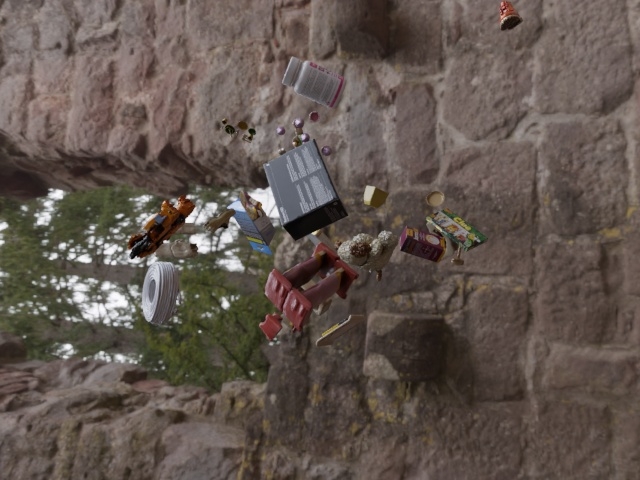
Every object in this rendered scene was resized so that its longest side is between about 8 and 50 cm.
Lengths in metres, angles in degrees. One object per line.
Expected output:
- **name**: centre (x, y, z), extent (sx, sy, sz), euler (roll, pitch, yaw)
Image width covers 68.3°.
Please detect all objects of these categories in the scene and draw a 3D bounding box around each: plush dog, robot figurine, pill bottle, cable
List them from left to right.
- **robot figurine**: centre (-0.597, -0.041, 1.746), extent (0.085, 0.291, 0.211), euler (50, -160, 0)
- **cable**: centre (-0.654, 0.214, 1.920), extent (0.257, 0.089, 0.257), euler (-46, 48, 39)
- **pill bottle**: centre (-0.031, -0.765, 2.282), extent (0.160, 0.283, 0.160), euler (-159, 90, -78)
- **plush dog**: centre (0.177, 0.058, 2.020), extent (0.262, 0.226, 0.210), euler (-6, 75, 60)

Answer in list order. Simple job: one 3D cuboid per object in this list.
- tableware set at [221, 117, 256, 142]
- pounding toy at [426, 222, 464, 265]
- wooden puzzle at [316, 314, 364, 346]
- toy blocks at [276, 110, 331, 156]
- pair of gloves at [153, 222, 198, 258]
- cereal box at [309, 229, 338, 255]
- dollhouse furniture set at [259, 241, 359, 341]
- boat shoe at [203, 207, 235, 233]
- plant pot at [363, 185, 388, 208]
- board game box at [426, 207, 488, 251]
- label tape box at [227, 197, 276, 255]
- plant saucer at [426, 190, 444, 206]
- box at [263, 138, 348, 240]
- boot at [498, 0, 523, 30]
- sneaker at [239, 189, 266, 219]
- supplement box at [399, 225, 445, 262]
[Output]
- **tableware set**: centre (-0.360, -0.484, 2.066), extent (0.104, 0.154, 0.024), euler (-52, 15, 49)
- **pounding toy**: centre (0.620, 0.005, 2.382), extent (0.155, 0.154, 0.269), euler (-36, -69, -46)
- **wooden puzzle**: centre (0.101, 0.453, 2.414), extent (0.044, 0.239, 0.221), euler (55, -166, 21)
- **toy blocks**: centre (-0.109, -0.595, 2.842), extent (0.260, 0.309, 0.288), euler (-122, 11, -75)
- **pair of gloves**: centre (-0.659, -0.011, 2.144), extent (0.042, 0.204, 0.240), euler (-58, 38, 38)
- **cereal box**: centre (0.000, 0.000, 2.388), extent (0.047, 0.173, 0.240), euler (-50, -50, -9)
- **dollhouse furniture set**: centre (-0.057, 0.199, 1.378), extent (0.201, 0.152, 0.374), euler (-31, -24, -37)
- **boat shoe**: centre (-0.441, -0.082, 2.134), extent (0.190, 0.072, 0.068), euler (-41, -4, -46)
- **plant pot**: centre (0.243, -0.191, 2.126), extent (0.081, 0.081, 0.083), euler (23, 92, 63)
- **board game box**: centre (0.625, -0.053, 2.173), extent (0.136, 0.260, 0.030), euler (-21, -44, -28)
- **label tape box**: centre (-0.388, -0.086, 2.835), extent (0.106, 0.241, 0.333), euler (-43, -59, -24)
- **plant saucer**: centre (0.546, -0.195, 2.238), extent (0.015, 0.084, 0.083), euler (46, -132, -56)
- **box**: centre (-0.049, -0.156, 1.436), extent (0.103, 0.185, 0.261), euler (57, -168, -55)
- **boot**: centre (0.580, -0.707, 1.475), extent (0.084, 0.059, 0.158), euler (59, -144, -4)
- **sneaker**: centre (-0.342, -0.182, 2.378), extent (0.185, 0.084, 0.069), euler (59, 146, 26)
- **supplement box**: centre (0.460, 0.016, 2.132), extent (0.104, 0.188, 0.080), euler (-77, 6, -53)
